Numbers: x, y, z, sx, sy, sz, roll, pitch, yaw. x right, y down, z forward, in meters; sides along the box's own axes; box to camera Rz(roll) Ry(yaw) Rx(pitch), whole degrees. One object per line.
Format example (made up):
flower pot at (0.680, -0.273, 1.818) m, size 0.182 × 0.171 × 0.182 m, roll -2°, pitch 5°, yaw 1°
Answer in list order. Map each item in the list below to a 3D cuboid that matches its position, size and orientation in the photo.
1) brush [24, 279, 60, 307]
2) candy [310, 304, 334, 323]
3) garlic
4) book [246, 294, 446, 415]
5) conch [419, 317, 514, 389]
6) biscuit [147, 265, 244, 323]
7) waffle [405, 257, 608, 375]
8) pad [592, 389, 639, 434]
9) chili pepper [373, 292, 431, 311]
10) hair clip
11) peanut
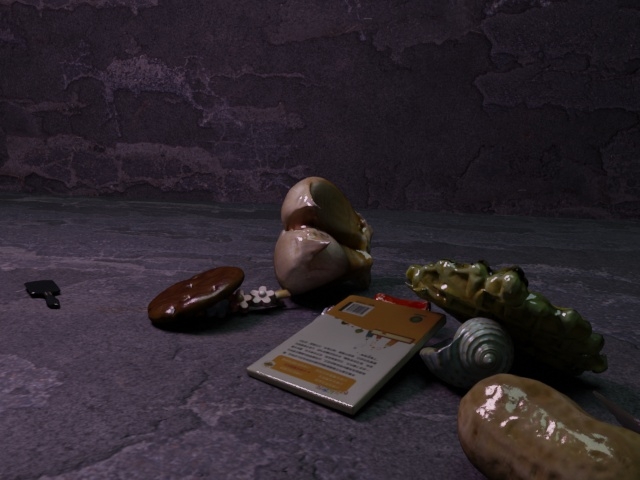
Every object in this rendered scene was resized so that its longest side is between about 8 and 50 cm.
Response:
brush at (-0.605, 0.117, 1.204) m, size 0.062 × 0.016 × 0.193 m, roll -6°, pitch 14°, yaw -35°
candy at (0.071, 0.166, 1.016) m, size 0.093 × 0.051 × 0.226 m, roll -12°, pitch 18°, yaw -41°
garlic at (0.000, 0.000, 1.284) m, size 0.249 × 0.286 × 0.313 m, roll 20°, pitch 4°, yaw 37°
book at (0.052, 0.171, 0.906) m, size 0.207 × 0.020 × 0.295 m, roll 9°, pitch 25°, yaw 37°
conch at (0.227, 0.180, 0.846) m, size 0.135 × 0.102 × 0.153 m, roll -11°, pitch -20°, yaw -5°
biscuit at (-0.253, 0.104, 1.114) m, size 0.212 × 0.036 × 0.212 m, roll -19°, pitch 16°, yaw 6°
waffle at (0.300, 0.126, 0.915) m, size 0.297 × 0.073 × 0.317 m, roll 38°, pitch -17°, yaw -24°
pad at (0.380, 0.242, 0.533) m, size 0.156 × 0.004 × 0.232 m, roll 45°, pitch -1°, yaw -17°
chili pepper at (0.157, 0.145, 1.099) m, size 0.123 × 0.073 × 0.070 m, roll 8°, pitch -30°, yaw 15°
hair clip at (-0.161, 0.129, 1.149) m, size 0.213 × 0.056 × 0.062 m, roll -3°, pitch 45°, yaw -28°
peanut at (0.263, 0.228, 0.567) m, size 0.137 × 0.122 × 0.253 m, roll 6°, pitch 9°, yaw -40°
